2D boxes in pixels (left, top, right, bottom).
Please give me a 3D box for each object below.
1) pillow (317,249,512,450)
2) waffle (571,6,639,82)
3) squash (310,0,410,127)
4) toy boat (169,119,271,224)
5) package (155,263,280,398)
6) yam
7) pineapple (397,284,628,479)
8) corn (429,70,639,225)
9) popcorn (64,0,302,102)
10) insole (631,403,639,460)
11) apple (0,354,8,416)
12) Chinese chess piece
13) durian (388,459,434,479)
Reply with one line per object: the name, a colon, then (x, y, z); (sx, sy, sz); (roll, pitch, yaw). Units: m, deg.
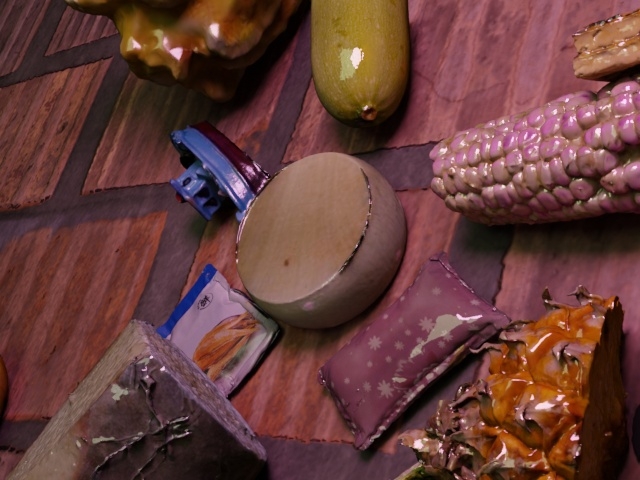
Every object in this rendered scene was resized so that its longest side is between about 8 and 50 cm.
pillow: (0.075, 0.097, 0.875); (0.185, 0.043, 0.118); (-45, 43, 10)
waffle: (0.281, -0.163, 0.791); (0.102, 0.148, 0.042); (-15, 86, 38)
squash: (0.048, -0.203, 1.064); (0.123, 0.123, 0.187); (-23, 53, 31)
toy boat: (-0.130, -0.074, 1.147); (0.097, 0.100, 0.223); (-44, 38, -3)
package: (-0.138, 0.127, 1.070); (0.171, 0.027, 0.173); (-54, 44, -1)
yam: (-0.192, 0.240, 0.913); (0.271, 0.201, 0.202); (-44, 16, 0)
pineapple: (0.132, 0.131, 0.690); (0.164, 0.140, 0.250); (16, 74, 25)
corn: (0.242, -0.073, 0.782); (0.335, 0.126, 0.127); (-12, 55, 41)
popcorn: (-0.161, -0.341, 1.269); (0.321, 0.290, 0.326); (-37, -7, -21)
insole: (0.370, 0.075, 0.636); (0.348, 0.009, 0.119); (-34, 45, 22)
apple: (-0.521, 0.200, 1.271); (0.196, 0.196, 0.196); (-24, 48, 30)
Chinese chess piece: (0.000, 0.000, 0.992); (0.188, 0.083, 0.188); (-21, 51, 28)
durian: (0.045, 0.254, 0.788); (0.215, 0.086, 0.100); (-44, 7, 6)
